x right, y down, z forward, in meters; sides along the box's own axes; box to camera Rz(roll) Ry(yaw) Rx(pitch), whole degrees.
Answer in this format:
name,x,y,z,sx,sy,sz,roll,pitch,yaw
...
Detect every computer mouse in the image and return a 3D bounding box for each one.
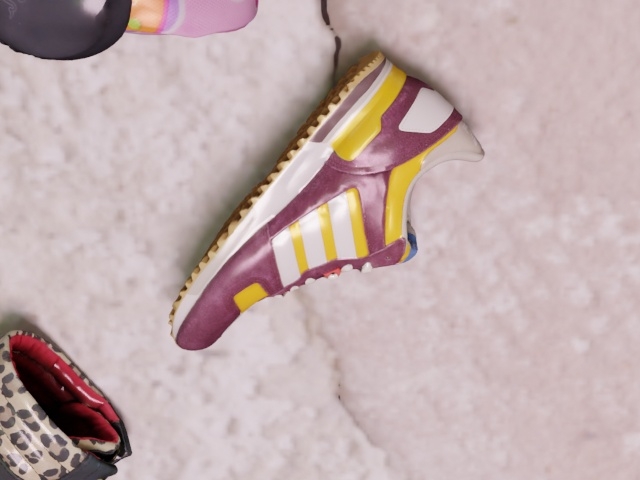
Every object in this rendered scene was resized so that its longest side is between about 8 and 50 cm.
name,x,y,z,sx,sy,sz,roll,pitch,yaw
computer mouse,-0.150,-0.125,0.534,0.041,0.242,0.071,-16,118,-34

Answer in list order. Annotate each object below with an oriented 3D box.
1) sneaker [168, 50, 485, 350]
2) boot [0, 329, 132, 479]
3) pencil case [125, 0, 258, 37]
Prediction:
name,x,y,z,sx,sy,sz,roll,pitch,yaw
sneaker,0.000,0.000,0.651,0.084,0.069,0.185,37,111,-6
boot,-0.170,0.175,0.729,0.179,0.085,0.236,-33,107,13
pencil case,-0.070,-0.227,0.535,0.124,0.124,0.284,6,113,1
